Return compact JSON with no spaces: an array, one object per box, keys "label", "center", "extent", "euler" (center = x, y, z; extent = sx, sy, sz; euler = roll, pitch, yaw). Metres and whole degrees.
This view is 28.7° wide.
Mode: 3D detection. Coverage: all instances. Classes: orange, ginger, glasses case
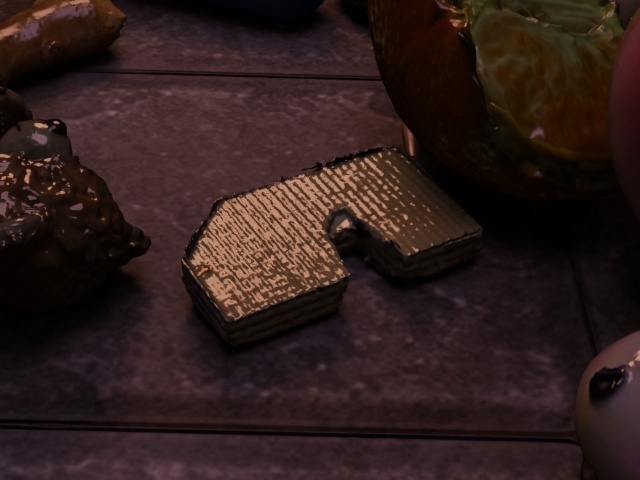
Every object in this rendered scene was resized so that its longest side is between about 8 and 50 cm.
[{"label":"orange","center":[0.178,-0.167,1.125],"extent":[0.262,0.196,0.334],"euler":[-14,56,-25]},{"label":"ginger","center":[-0.315,-0.179,1.232],"extent":[0.118,0.065,0.299],"euler":[10,35,32]},{"label":"glasses case","center":[0.094,-0.090,1.172],"extent":[0.032,0.021,0.083],"euler":[-2,38,-2]}]

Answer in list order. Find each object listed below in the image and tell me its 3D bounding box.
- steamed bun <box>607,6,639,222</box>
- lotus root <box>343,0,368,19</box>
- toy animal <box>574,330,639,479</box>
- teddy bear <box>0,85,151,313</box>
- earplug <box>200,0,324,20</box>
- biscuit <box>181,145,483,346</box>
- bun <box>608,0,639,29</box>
[{"label":"steamed bun","center":[0.341,-0.093,0.895],"extent":[0.309,0.309,0.309],"euler":[1,38,-1]},{"label":"lotus root","center":[0.061,-0.291,1.388],"extent":[0.088,0.088,0.165],"euler":[-13,50,-18]},{"label":"toy animal","center":[0.240,0.130,0.780],"extent":[0.166,0.179,0.138],"euler":[14,53,27]},{"label":"teddy bear","center":[-0.267,-0.035,0.979],"extent":[0.256,0.156,0.267],"euler":[17,10,25]},{"label":"earplug","center":[-0.113,-0.320,1.382],"extent":[0.273,0.132,0.132],"euler":[20,41,16]},{"label":"biscuit","center":[0.000,0.000,1.031],"extent":[0.250,0.046,0.147],"euler":[-19,44,-26]},{"label":"bun","center":[0.320,-0.311,1.406],"extent":[0.183,0.102,0.183],"euler":[-1,36,1]}]
